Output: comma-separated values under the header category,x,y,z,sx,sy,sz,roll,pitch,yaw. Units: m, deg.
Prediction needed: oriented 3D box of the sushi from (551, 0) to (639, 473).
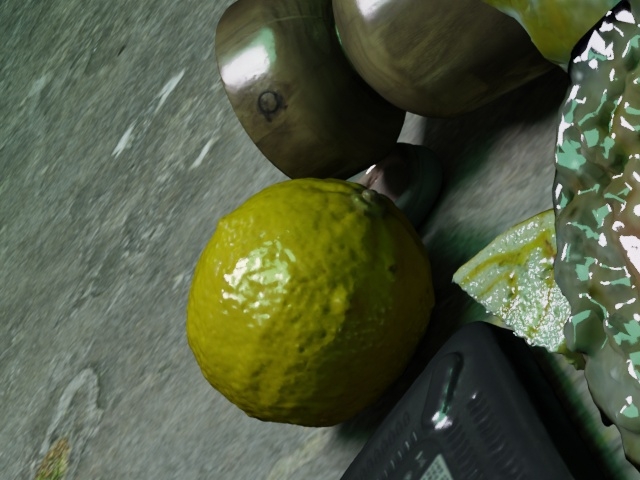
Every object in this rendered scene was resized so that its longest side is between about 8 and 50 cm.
category,x,y,z,sx,sy,sz,roll,pitch,yaw
sushi,0.307,-0.019,0.880,0.328,0.285,0.328,-46,52,43

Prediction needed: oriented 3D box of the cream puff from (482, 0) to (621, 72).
category,x,y,z,sx,sy,sz,roll,pitch,yaw
cream puff,0.237,-0.257,1.129,0.275,0.378,0.378,-44,14,-30

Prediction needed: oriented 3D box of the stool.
category,x,y,z,sx,sy,sz,roll,pitch,yaw
stool,0.070,-0.175,1.484,0.264,0.179,0.179,-27,41,30

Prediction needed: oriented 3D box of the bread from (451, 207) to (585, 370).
category,x,y,z,sx,sy,sz,roll,pitch,yaw
bread,0.170,0.023,1.262,0.156,0.103,0.110,36,104,58

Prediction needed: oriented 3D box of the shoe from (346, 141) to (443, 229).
category,x,y,z,sx,sy,sz,roll,pitch,yaw
shoe,0.000,0.000,1.610,0.251,0.100,0.103,-47,27,23

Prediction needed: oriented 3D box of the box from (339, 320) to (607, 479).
category,x,y,z,sx,sy,sz,roll,pitch,yaw
box,0.079,0.228,1.277,0.290,0.073,0.289,-55,27,18

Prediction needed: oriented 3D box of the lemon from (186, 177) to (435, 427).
category,x,y,z,sx,sy,sz,roll,pitch,yaw
lemon,-0.009,0.049,1.473,0.231,0.192,0.192,-62,24,25
